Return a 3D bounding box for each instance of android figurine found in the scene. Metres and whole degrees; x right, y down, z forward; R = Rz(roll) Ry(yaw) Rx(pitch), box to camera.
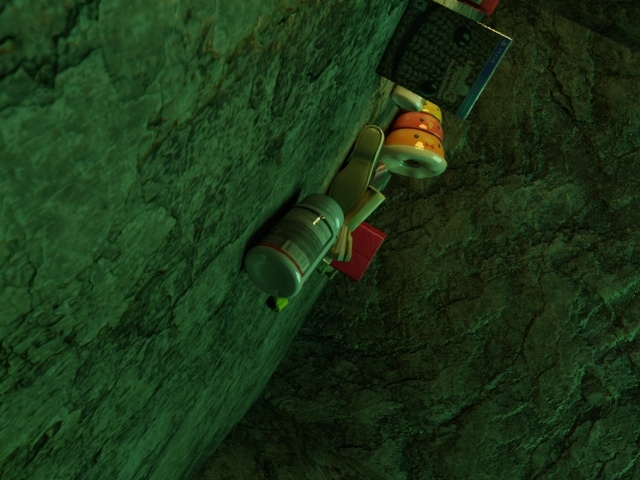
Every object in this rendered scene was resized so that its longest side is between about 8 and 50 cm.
[{"bbox_3d":[-0.126,0.175,1.813,0.248,0.056,0.273,-62,170,22],"label":"android figurine"}]

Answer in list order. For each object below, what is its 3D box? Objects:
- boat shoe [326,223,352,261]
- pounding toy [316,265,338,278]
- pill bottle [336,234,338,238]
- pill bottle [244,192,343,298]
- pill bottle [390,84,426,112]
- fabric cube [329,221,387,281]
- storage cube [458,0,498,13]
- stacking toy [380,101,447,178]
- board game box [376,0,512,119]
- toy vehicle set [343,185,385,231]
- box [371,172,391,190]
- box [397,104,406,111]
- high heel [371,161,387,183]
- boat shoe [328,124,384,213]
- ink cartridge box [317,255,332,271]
[{"bbox_3d":[0.082,-0.059,1.924,0.113,0.104,0.302,106,-11,-64],"label":"boat shoe"},{"bbox_3d":[0.048,0.076,2.486,0.269,0.155,0.154,-53,-155,27],"label":"pounding toy"},{"bbox_3d":[0.000,0.000,1.784,0.169,0.094,0.094,-48,167,-56],"label":"pill bottle"},{"bbox_3d":[-0.059,0.004,1.179,0.283,0.161,0.161,-52,170,-43],"label":"pill bottle"},{"bbox_3d":[0.379,-0.618,1.697,0.229,0.131,0.131,-60,172,5],"label":"pill bottle"},{"bbox_3d":[0.151,0.021,2.227,0.259,0.258,0.254,-61,173,10],"label":"fabric cube"},{"bbox_3d":[0.369,-0.691,1.091,0.193,0.215,0.183,-35,156,-57],"label":"storage cube"},{"bbox_3d":[0.476,-0.574,2.191,0.350,0.351,0.479,64,38,-81],"label":"stacking toy"},{"bbox_3d":[0.348,-0.521,1.280,0.232,0.291,0.141,-63,171,26],"label":"board game box"},{"bbox_3d":[0.130,-0.138,1.665,0.166,0.035,0.267,-45,-160,5],"label":"toy vehicle set"},{"bbox_3d":[0.312,-0.317,2.560,0.275,0.094,0.113,-47,166,-55],"label":"box"},{"bbox_3d":[0.409,-0.689,1.919,0.220,0.051,0.175,-59,172,-5],"label":"box"},{"bbox_3d":[0.161,-0.234,2.043,0.182,0.127,0.377,-25,163,-20],"label":"high heel"},{"bbox_3d":[0.138,-0.244,1.622,0.113,0.127,0.339,6,105,-69],"label":"boat shoe"},{"bbox_3d":[0.020,0.035,1.971,0.062,0.109,0.209,-52,179,39],"label":"ink cartridge box"}]
